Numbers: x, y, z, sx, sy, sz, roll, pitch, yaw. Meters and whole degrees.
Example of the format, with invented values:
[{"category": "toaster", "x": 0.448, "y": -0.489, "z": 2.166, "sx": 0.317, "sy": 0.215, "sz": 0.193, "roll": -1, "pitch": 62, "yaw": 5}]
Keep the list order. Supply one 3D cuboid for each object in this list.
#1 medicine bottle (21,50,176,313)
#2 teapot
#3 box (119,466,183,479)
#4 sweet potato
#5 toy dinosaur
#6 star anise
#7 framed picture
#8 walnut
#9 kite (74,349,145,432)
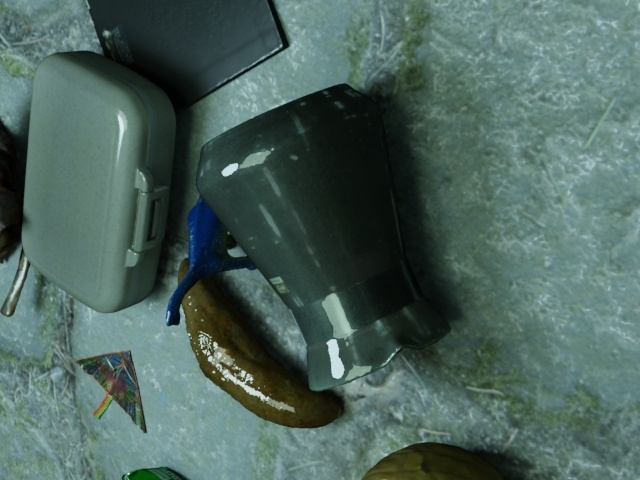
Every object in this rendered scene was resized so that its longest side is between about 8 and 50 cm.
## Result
[{"category": "medicine bottle", "x": -0.343, "y": -0.089, "z": 1.888, "sx": 0.282, "sy": 0.123, "sz": 0.375, "roll": 31, "pitch": 121, "yaw": 34}, {"category": "teapot", "x": 0.000, "y": 0.000, "z": 1.592, "sx": 0.344, "sy": 0.253, "sz": 0.300, "roll": 67, "pitch": 162, "yaw": 0}, {"category": "box", "x": -0.228, "y": 0.482, "z": 1.929, "sx": 0.250, "sy": 0.103, "sz": 0.180, "roll": 28, "pitch": 103, "yaw": 33}, {"category": "sweet potato", "x": -0.119, "y": 0.169, "z": 1.803, "sx": 0.341, "sy": 0.092, "sz": 0.114, "roll": 44, "pitch": 98, "yaw": 22}, {"category": "toy dinosaur", "x": -0.171, "y": -0.016, "z": 1.739, "sx": 0.075, "sy": 0.188, "sz": 0.247, "roll": 2, "pitch": 100, "yaw": 30}, {"category": "star anise", "x": -0.536, "y": -0.068, "z": 2.047, "sx": 0.292, "sy": 0.109, "sz": 0.349, "roll": 103, "pitch": 157, "yaw": -70}, {"category": "framed picture", "x": -0.209, "y": -0.330, "z": 1.811, "sx": 0.339, "sy": 0.014, "sz": 0.255, "roll": -25, "pitch": 84, "yaw": 38}, {"category": "walnut", "x": 0.145, "y": 0.368, "z": 1.564, "sx": 0.228, "sy": 0.228, "sz": 0.228, "roll": 9, "pitch": 105, "yaw": 37}, {"category": "kite", "x": -0.344, "y": 0.242, "z": 2.044, "sx": 0.190, "sy": 0.010, "sz": 0.159, "roll": 40, "pitch": 122, "yaw": 26}]
